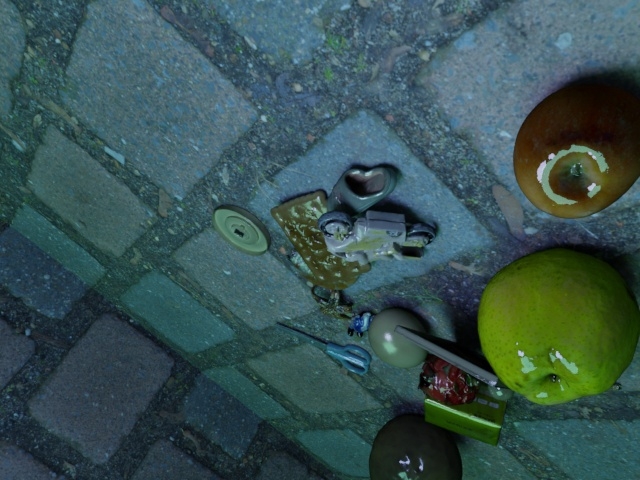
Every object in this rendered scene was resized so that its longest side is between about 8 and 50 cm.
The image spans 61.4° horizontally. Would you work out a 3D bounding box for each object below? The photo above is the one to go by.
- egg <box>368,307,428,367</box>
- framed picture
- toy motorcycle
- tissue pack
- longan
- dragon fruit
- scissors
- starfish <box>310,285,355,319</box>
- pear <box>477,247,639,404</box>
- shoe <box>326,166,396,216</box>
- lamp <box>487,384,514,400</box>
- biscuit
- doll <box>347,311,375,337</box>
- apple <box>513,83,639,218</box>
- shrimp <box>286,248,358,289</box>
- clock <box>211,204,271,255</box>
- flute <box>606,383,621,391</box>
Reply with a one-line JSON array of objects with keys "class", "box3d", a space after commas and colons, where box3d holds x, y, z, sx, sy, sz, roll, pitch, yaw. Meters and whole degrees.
[{"class": "egg", "box3d": [0.267, 0.335, 1.830, 0.185, 0.186, 0.242, -12, 132, 44]}, {"class": "framed picture", "box3d": [0.450, 0.356, 1.592, 0.326, 0.028, 0.446, 24, 180, 41]}, {"class": "toy motorcycle", "box3d": [0.144, 0.000, 1.512, 0.340, 0.108, 0.223, 6, 147, -11]}, {"class": "tissue pack", "box3d": [0.534, 0.610, 1.981, 0.274, 0.167, 0.200, 13, 144, 22]}, {"class": "longan", "box3d": [0.403, 0.963, 2.313, 0.403, 0.404, 0.436, 13, 118, 24]}, {"class": "dragon fruit", "box3d": [0.439, 0.469, 1.863, 0.193, 0.192, 0.274, 39, 161, -30]}, {"class": "scissors", "box3d": [0.002, 0.444, 2.292, 0.446, 0.029, 0.193, 20, 143, 14]}, {"class": "starfish", "box3d": [0.049, 0.241, 1.981, 0.146, 0.074, 0.190, -17, 125, 40]}, {"class": "pear", "box3d": [0.564, 0.216, 1.309, 0.390, 0.391, 0.391, 20, 143, 16]}, {"class": "shoe", "box3d": [0.089, -0.137, 1.452, 0.100, 0.103, 0.251, 24, 148, -36]}, {"class": "lamp", "box3d": [0.640, 0.478, 1.827, 0.091, 0.091, 0.163, 32, 131, -2]}, {"class": "biscuit", "box3d": [0.000, 0.000, 1.693, 0.217, 0.044, 0.325, -16, 119, 34]}, {"class": "doll", "box3d": [0.151, 0.305, 1.986, 0.095, 0.070, 0.195, 3, 149, -12]}, {"class": "apple", "box3d": [0.492, -0.164, 1.023, 0.253, 0.254, 0.254, 20, 143, 16]}, {"class": "shrimp", "box3d": [0.034, 0.098, 1.817, 0.286, 0.068, 0.185, -2, 132, 37]}, {"class": "clock", "box3d": [-0.286, -0.032, 1.927, 0.234, 0.029, 0.235, 20, 143, 16]}, {"class": "flute", "box3d": [0.844, 0.480, 1.719, 0.027, 0.027, 0.233, 41, 144, -13]}]
